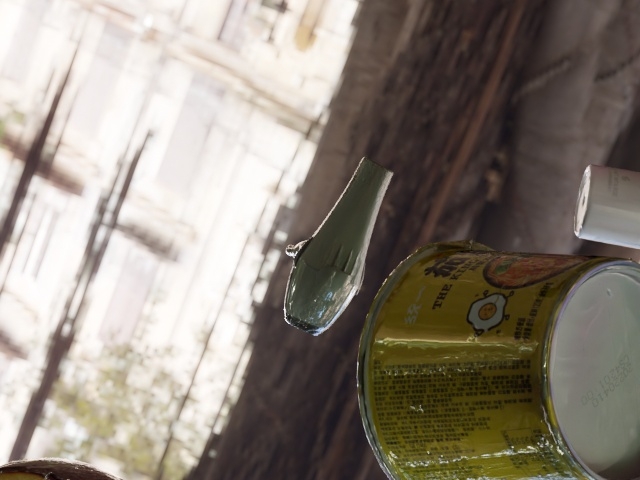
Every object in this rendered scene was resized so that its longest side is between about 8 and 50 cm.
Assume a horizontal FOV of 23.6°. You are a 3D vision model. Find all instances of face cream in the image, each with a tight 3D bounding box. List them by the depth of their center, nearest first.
[{"bbox_3d":[0.502,-0.021,1.950,0.345,0.102,0.102,11,-169,1],"label":"face cream"}]

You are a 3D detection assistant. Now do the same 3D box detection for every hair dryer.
[{"bbox_3d":[0.018,-0.024,1.989,0.092,0.229,0.267,24,-159,-16],"label":"hair dryer"}]

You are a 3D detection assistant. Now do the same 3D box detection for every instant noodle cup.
[{"bbox_3d":[0.238,0.149,1.692,0.325,0.326,0.254,13,167,-37],"label":"instant noodle cup"}]

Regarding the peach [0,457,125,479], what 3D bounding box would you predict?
[{"bbox_3d":[-0.363,0.433,2.130,0.361,0.258,0.201,9,178,25],"label":"peach"}]
